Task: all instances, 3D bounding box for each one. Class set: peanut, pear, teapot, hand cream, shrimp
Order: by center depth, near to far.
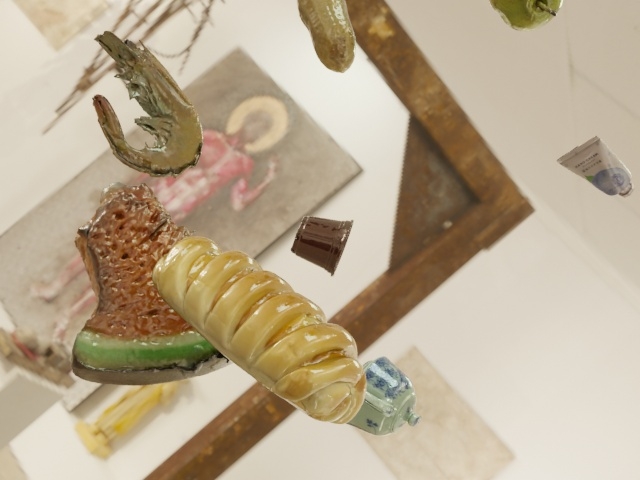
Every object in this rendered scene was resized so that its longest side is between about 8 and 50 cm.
[{"bbox_3d":[-0.287,-0.206,1.438,0.253,0.173,0.058,49,-31,-15],"label":"shrimp"},{"bbox_3d":[0.481,-0.119,1.559,0.142,0.084,0.053,31,44,-28],"label":"hand cream"},{"bbox_3d":[0.133,0.326,1.828,0.159,0.159,0.232,49,6,25],"label":"teapot"},{"bbox_3d":[0.019,-0.489,2.084,0.120,0.110,0.236,-33,-108,54],"label":"peanut"},{"bbox_3d":[0.482,-0.566,2.111,0.180,0.166,0.216,59,8,-33],"label":"pear"}]

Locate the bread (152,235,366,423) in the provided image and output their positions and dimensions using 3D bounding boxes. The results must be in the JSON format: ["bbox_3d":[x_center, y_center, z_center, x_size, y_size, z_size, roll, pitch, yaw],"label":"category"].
[{"bbox_3d":[-0.077,0.100,1.136,0.311,0.121,0.173,36,-7,25],"label":"bread"}]

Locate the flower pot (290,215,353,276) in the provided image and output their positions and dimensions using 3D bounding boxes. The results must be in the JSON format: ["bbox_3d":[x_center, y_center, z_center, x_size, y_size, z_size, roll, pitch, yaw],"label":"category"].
[{"bbox_3d":[0.000,0.000,1.630,0.089,0.111,0.111,20,-4,3],"label":"flower pot"}]

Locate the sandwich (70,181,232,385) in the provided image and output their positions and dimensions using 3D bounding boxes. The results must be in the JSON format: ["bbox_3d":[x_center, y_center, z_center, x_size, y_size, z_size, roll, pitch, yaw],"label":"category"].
[{"bbox_3d":[-0.259,0.061,1.321,0.162,0.250,0.301,-27,-105,65],"label":"sandwich"}]
